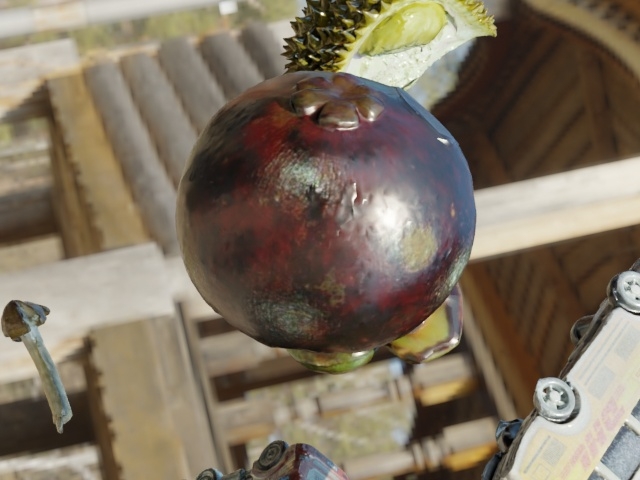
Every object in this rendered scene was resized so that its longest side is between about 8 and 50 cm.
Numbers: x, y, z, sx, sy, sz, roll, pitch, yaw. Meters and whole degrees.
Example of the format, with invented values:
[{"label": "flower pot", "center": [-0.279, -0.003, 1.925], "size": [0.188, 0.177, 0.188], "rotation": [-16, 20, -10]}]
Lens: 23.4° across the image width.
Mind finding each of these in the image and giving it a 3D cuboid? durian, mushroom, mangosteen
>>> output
[{"label": "durian", "center": [0.061, -0.256, 1.960], "size": [0.172, 0.306, 0.166], "rotation": [25, -30, 57]}, {"label": "mushroom", "center": [-0.356, 0.158, 1.984], "size": [0.187, 0.061, 0.060], "rotation": [62, 22, 14]}, {"label": "mangosteen", "center": [0.006, -0.016, 1.480], "size": [0.311, 0.311, 0.311], "rotation": [168, -90, -78]}]

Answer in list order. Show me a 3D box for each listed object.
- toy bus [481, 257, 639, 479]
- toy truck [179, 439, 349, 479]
[{"label": "toy bus", "center": [0.271, 0.145, 1.429], "size": [0.138, 0.342, 0.097], "rotation": [39, -37, 9]}, {"label": "toy truck", "center": [-0.095, 0.324, 1.728], "size": [0.114, 0.270, 0.135], "rotation": [42, 39, -29]}]
